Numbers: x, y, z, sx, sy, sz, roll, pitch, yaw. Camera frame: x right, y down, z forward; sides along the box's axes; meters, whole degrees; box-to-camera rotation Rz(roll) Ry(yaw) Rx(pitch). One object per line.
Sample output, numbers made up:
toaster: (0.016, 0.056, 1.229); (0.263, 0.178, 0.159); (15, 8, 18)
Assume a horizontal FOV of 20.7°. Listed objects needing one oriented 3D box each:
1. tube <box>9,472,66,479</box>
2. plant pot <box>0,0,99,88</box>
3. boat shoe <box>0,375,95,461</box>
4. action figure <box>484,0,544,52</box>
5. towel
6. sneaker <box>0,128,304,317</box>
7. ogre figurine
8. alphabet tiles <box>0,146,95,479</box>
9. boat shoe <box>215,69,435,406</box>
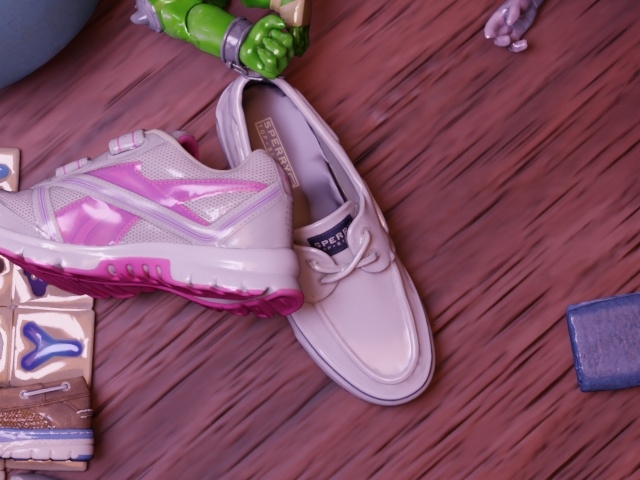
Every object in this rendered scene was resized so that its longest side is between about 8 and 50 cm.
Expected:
tube: (-0.210, 0.280, 1.187); (0.070, 0.062, 0.240); (18, 93, 37)
plant pot: (-0.249, -0.209, 1.140); (0.290, 0.290, 0.195); (-41, 125, -6)
boat shoe: (-0.245, 0.116, 1.188); (0.183, 0.066, 0.066); (3, 80, -14)
action figure: (0.251, -0.209, 1.168); (0.276, 0.248, 0.370); (-29, 91, -7)
towel: (0.236, 0.069, 1.251); (0.119, 0.029, 0.067); (-9, 86, -6)
sneaker: (-0.125, -0.020, 1.176); (0.252, 0.103, 0.111); (8, 78, 12)
ogre figurine: (-0.058, -0.199, 1.214); (0.118, 0.097, 0.197); (8, 76, 9)
alphabet tiles: (-0.330, 0.070, 1.218); (0.342, 0.011, 0.285); (3, 85, -4)
boat shoe: (0.000, 0.000, 1.211); (0.095, 0.084, 0.258); (-32, 88, -6)
